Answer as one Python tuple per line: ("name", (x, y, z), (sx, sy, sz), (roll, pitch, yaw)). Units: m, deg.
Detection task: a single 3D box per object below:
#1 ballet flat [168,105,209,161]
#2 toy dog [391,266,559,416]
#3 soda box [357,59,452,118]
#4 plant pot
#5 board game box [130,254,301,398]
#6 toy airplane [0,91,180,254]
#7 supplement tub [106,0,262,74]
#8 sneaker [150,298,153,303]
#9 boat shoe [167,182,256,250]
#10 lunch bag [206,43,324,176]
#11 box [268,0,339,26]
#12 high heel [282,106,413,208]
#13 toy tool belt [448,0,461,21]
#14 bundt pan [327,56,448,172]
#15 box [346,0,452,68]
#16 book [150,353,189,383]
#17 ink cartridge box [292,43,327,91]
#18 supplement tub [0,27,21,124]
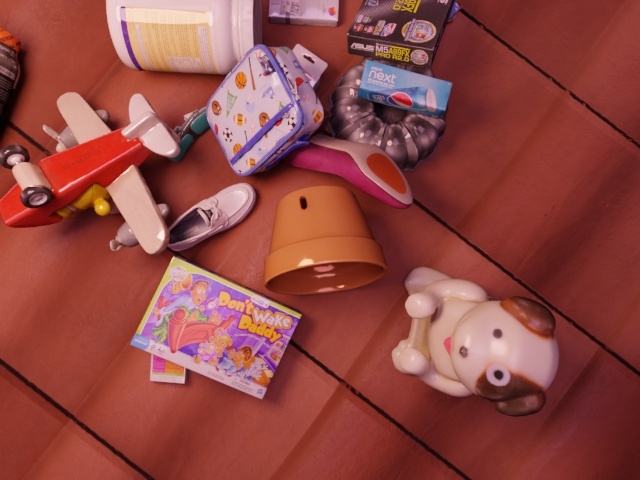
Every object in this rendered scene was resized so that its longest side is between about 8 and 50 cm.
("ballet flat", (-0.349, -0.295, 1.250), (0.070, 0.070, 0.188), (41, 84, 1))
("toy dog", (0.358, 0.239, 1.065), (0.395, 0.408, 0.285), (20, 88, 0))
("soda box", (0.199, -0.359, 1.137), (0.209, 0.067, 0.071), (15, 87, 0))
("plant pot", (0.000, 0.000, 1.149), (0.290, 0.291, 0.204), (-8, 71, -2))
("board game box", (-0.255, 0.215, 1.192), (0.346, 0.078, 0.234), (26, 87, -9))
("toy airplane", (-0.511, -0.166, 1.148), (0.384, 0.272, 0.387), (10, 65, -2))
("supplement tub", (-0.318, -0.537, 1.170), (0.331, 0.241, 0.241), (3, 87, -1))
("sneaker", (-0.379, 0.162, 1.238), (0.119, 0.047, 0.057), (14, 81, -8))
("boat shoe", (-0.287, -0.064, 1.225), (0.267, 0.088, 0.096), (-29, 88, -2))
("lunch bag", (-0.137, -0.303, 1.148), (0.114, 0.303, 0.243), (-20, 82, -46))
("box", (-0.043, -0.659, 1.282), (0.186, 0.038, 0.145), (2, 88, 0))
("high heel", (0.057, -0.168, 1.176), (0.127, 0.181, 0.377), (-25, 64, -42))
("toy tool belt", (0.350, -0.623, 1.282), (0.083, 0.051, 0.052), (-31, 89, -3))
("bundt pan", (0.180, -0.336, 1.231), (0.330, 0.124, 0.331), (0, 88, -1))
("box", (0.209, -0.566, 1.201), (0.216, 0.060, 0.270), (16, 64, 14))
("book", (-0.390, 0.292, 1.236), (0.096, 0.035, 0.144), (3, 87, 2))
("ink cartridge box", (-0.071, -0.409, 1.258), (0.104, 0.061, 0.181), (35, 88, 1))
("supplement tub", (-0.885, -0.372, 1.167), (0.207, 0.207, 0.338), (20, 87, 0))
